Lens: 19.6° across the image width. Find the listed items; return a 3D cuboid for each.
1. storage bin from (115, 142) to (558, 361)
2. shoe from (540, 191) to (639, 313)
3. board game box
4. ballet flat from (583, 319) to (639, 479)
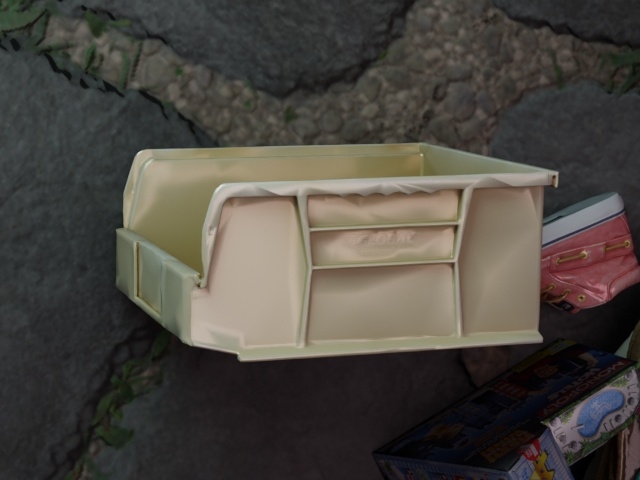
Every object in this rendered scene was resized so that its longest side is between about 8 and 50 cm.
[{"bbox_3d":[0.000,0.000,1.358,0.260,0.262,0.123,-2,98,-17],"label":"storage bin"},{"bbox_3d":[0.182,0.028,1.519,0.178,0.063,0.081,-23,97,-18],"label":"shoe"},{"bbox_3d":[0.163,0.160,1.459,0.194,0.194,0.060,-30,103,-12],"label":"board game box"},{"bbox_3d":[0.275,0.160,1.530,0.116,0.124,0.342,15,91,-24],"label":"ballet flat"}]
